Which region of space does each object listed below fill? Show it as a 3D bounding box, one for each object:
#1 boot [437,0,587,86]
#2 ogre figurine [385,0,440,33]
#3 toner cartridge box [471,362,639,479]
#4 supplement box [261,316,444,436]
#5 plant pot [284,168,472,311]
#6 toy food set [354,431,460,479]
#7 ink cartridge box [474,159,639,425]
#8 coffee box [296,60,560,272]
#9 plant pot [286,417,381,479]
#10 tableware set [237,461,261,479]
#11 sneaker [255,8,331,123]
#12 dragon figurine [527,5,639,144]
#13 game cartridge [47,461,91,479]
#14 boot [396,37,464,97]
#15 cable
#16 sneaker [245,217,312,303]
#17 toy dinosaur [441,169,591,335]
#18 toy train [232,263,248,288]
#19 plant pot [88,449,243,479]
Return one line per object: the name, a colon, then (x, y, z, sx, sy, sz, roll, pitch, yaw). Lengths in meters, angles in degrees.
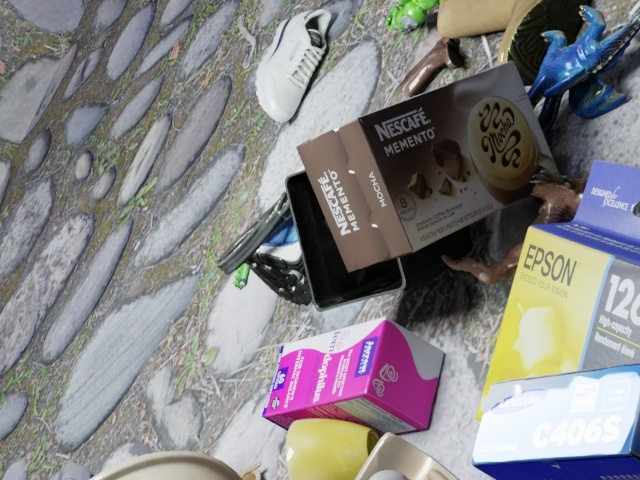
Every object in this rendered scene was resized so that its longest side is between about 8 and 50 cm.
boot: (0.256, -0.311, 1.925, 0.236, 0.089, 0.269, -56, 27, -16)
ogre figurine: (0.168, -0.406, 2.138, 0.197, 0.097, 0.118, -36, 23, 16)
toner cartridge box: (0.301, 0.210, 1.074, 0.165, 0.348, 0.075, -17, 48, 50)
supplement box: (0.041, 0.188, 1.756, 0.220, 0.114, 0.111, -20, 46, 47)
plant pot: (0.089, -0.023, 1.782, 0.188, 0.167, 0.188, -18, 84, 50)
toy food set: (0.096, 0.368, 1.514, 0.220, 0.092, 0.306, -58, 28, 1)
ink cartridge box: (0.268, 0.078, 1.304, 0.303, 0.072, 0.307, -152, 73, -73)
coffee box: (0.136, -0.093, 1.636, 0.297, 0.168, 0.119, -23, 2, -41)
plant pot: (0.029, 0.280, 1.691, 0.095, 0.134, 0.134, -16, 45, 19)
tableware set: (-0.128, 0.395, 1.920, 0.141, 0.020, 0.169, -33, 38, 39)
sneaker: (-0.044, -0.316, 2.403, 0.094, 0.090, 0.235, -14, 52, 40)
dragon figurine: (0.331, -0.209, 1.696, 0.289, 0.085, 0.144, -22, 47, 54)
game cartridge: (-0.523, 0.565, 2.347, 0.355, 0.068, 0.230, -39, 38, 31)
boot: (0.164, -0.252, 2.054, 0.114, 0.037, 0.106, -43, 19, 21)
cable: (-0.051, -0.070, 1.966, 0.287, 0.072, 0.139, -36, 22, 19)
sneaker: (0.000, 0.000, 2.017, 0.330, 0.130, 0.147, -8, 42, 52)
toy dinosaur: (0.276, 0.027, 1.534, 0.200, 0.127, 0.296, -44, 37, 12)
toy train: (-0.128, 0.044, 2.258, 0.023, 0.017, 0.083, -18, 47, 36)
plant pot: (-0.157, 0.477, 1.625, 0.334, 0.334, 0.305, -56, 40, 5)
